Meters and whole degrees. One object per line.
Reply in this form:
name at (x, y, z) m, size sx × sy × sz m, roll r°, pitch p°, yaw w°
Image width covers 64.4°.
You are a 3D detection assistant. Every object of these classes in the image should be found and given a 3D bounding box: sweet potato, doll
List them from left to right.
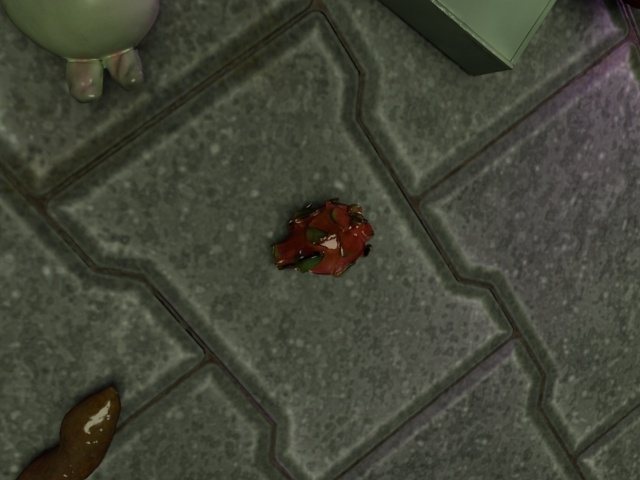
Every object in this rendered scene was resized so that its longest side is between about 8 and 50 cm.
sweet potato at (-0.285, 0.249, 0.558) m, size 0.065 × 0.051 × 0.218 m, roll 38°, pitch 92°, yaw -23°
doll at (-0.213, -0.265, 0.436) m, size 0.154 × 0.113 × 0.275 m, roll -12°, pitch 112°, yaw -3°

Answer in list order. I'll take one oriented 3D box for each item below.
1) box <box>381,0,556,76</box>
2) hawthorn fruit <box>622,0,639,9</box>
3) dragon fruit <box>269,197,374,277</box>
box at (0.132, -0.294, 0.527) m, size 0.225 × 0.086 × 0.129 m, roll 31°, pitch 94°, yaw -19°
hawthorn fruit at (0.364, -0.383, 0.475) m, size 0.275 × 0.300 × 0.275 m, roll 1°, pitch 79°, yaw -7°
dragon fruit at (-0.001, 0.002, 0.563) m, size 0.116 × 0.086 × 0.081 m, roll -29°, pitch 146°, yaw 1°
